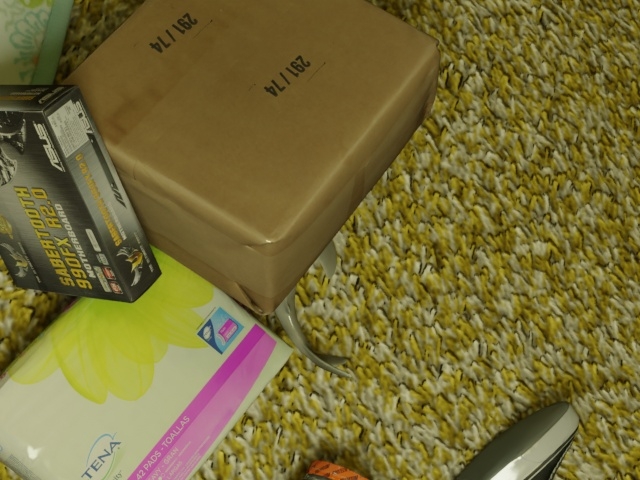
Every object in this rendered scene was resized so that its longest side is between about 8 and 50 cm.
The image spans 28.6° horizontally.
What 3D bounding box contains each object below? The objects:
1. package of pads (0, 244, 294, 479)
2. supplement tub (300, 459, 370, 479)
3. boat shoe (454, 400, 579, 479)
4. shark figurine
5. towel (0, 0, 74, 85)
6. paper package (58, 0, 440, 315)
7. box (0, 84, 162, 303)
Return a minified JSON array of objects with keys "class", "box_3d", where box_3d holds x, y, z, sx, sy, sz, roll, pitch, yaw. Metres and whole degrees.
[{"class":"package of pads","box_3d":[-0.208,0.160,1.371,0.229,0.101,0.296,40,67,-3]},{"class":"supplement tub","box_3d":[-0.007,0.346,1.374,0.117,0.117,0.190,28,68,-8]},{"class":"boat shoe","box_3d":[0.207,0.320,1.454,0.306,0.113,0.105,-44,98,-20]},{"class":"shark figurine","box_3d":[-0.019,0.018,1.467,0.166,0.116,0.278,12,70,-13]},{"class":"towel","box_3d":[-0.439,-0.193,1.330,0.320,0.090,0.374,28,65,-42]},{"class":"paper package","box_3d":[-0.082,-0.138,1.361,0.309,0.168,0.325,31,64,13]},{"class":"box","box_3d":[-0.282,-0.049,1.286,0.056,0.183,0.231,-48,130,-40]}]
